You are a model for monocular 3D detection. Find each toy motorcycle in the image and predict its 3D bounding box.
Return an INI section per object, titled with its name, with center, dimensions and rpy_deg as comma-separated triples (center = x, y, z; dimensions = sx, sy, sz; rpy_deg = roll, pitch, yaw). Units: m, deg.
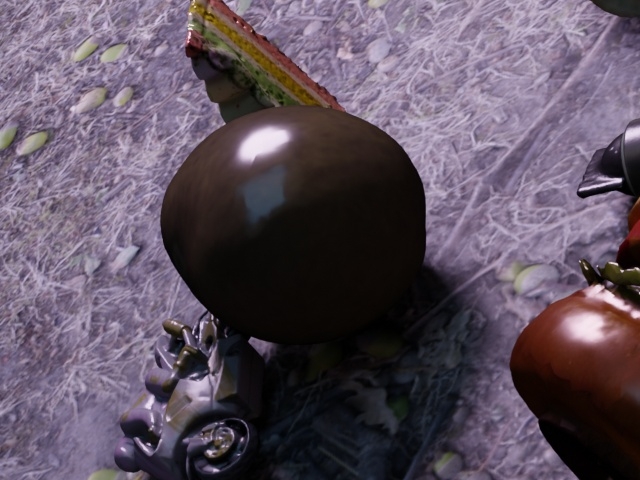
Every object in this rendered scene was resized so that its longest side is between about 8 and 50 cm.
[toy motorcycle]
center = -0.123, 0.153, 1.742
dimensions = 0.152, 0.073, 0.225
rpy_deg = -28, 36, 16

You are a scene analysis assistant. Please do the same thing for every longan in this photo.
[longan]
center = -0.029, -0.014, 1.721
dimensions = 0.248, 0.248, 0.248
rpy_deg = -23, 37, 19

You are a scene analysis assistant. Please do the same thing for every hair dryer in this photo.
[hair dryer]
center = 0.342, -0.129, 1.687
dimensions = 0.196, 0.078, 0.248
rpy_deg = -11, 33, 33

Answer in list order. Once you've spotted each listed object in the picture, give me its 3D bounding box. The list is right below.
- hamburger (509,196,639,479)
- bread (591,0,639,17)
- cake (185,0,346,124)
[hamburger]
center = 0.300, 0.099, 1.227
dimensions = 0.250, 0.330, 0.330
rpy_deg = -45, 35, -6
[bread]
center = 0.301, -0.408, 1.850
dimensions = 0.300, 0.210, 0.341
rpy_deg = -50, 14, 20
[cake]
center = -0.073, -0.145, 1.921
dimensions = 0.090, 0.225, 0.109
rpy_deg = -34, 29, 29
